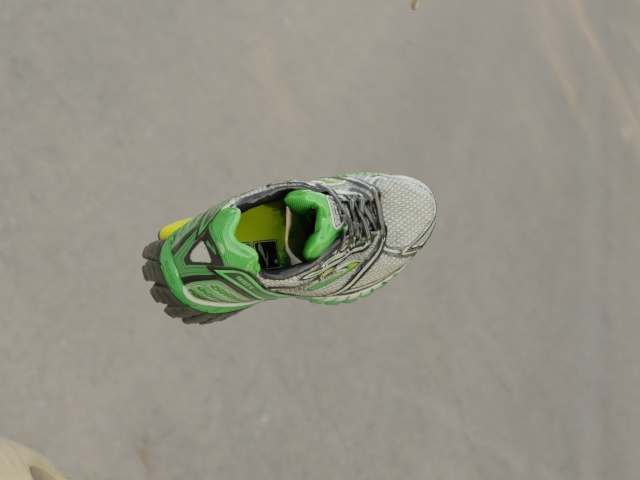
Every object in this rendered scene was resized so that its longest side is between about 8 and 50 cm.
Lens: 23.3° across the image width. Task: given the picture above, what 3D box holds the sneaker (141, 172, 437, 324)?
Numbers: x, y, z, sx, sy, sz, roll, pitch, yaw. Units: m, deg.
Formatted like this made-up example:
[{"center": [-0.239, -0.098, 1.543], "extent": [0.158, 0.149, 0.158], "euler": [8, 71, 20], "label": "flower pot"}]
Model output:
[{"center": [0.000, 0.000, 1.549], "extent": [0.343, 0.146, 0.134], "euler": [-17, 85, -41], "label": "sneaker"}]

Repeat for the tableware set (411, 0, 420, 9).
[{"center": [0.080, -0.284, 1.331], "extent": [0.020, 0.141, 0.169], "euler": [2, 34, -30], "label": "tableware set"}]

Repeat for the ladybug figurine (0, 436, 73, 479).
[{"center": [-0.269, 0.349, 1.497], "extent": [0.305, 0.162, 0.449], "euler": [49, -4, -26], "label": "ladybug figurine"}]
